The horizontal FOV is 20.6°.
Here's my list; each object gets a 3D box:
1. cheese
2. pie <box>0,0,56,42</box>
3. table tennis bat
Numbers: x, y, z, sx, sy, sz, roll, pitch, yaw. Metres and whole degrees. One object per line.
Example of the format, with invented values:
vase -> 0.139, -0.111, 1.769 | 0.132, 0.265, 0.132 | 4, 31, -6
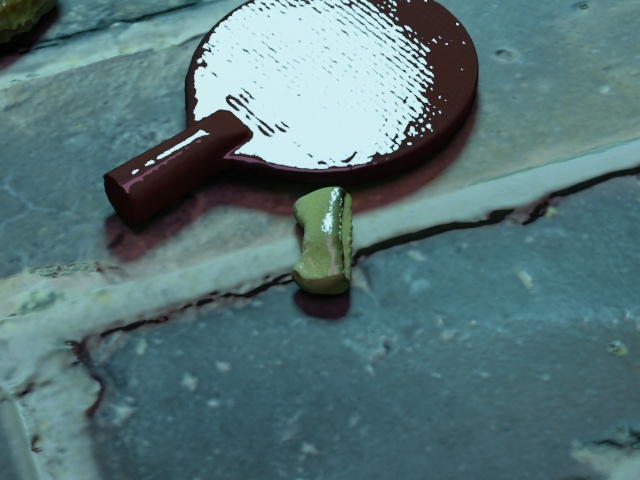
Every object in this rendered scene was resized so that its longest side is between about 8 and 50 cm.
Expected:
cheese -> 0.000, 0.000, 1.192 | 0.044, 0.030, 0.083 | -11, 51, 18
pie -> -0.288, -0.209, 1.343 | 0.194, 0.079, 0.163 | -16, 61, -15
table tennis bat -> -0.022, -0.102, 1.274 | 0.310, 0.038, 0.200 | -32, 56, -26
